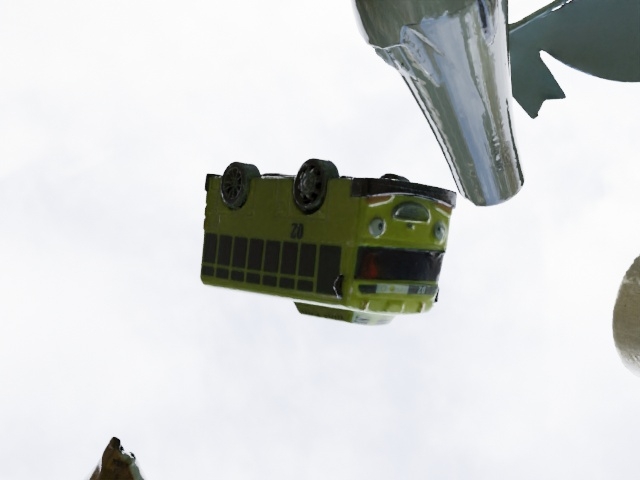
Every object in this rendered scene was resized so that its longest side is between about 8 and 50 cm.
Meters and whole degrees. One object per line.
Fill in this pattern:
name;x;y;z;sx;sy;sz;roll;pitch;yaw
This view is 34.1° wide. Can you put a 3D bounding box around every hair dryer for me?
hair dryer;0.107;-0.128;0.580;0.224;0.219;0.088;-23;-143;-31

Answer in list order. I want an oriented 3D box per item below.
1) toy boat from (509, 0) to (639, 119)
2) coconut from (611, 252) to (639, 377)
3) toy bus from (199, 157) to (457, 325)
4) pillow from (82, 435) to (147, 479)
toy boat;0.254;-0.181;0.726;0.291;0.220;0.067;-32;-152;1
coconut;0.535;0.107;1.402;0.237;0.237;0.266;-37;-159;-13
toy bus;0.000;0.000;1.028;0.262;0.128;0.150;6;-91;51
pillow;-0.242;0.432;1.274;0.119;0.312;0.310;-13;-112;-44
